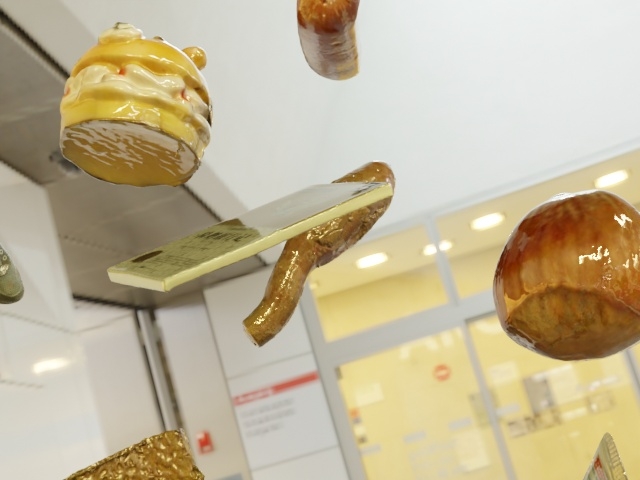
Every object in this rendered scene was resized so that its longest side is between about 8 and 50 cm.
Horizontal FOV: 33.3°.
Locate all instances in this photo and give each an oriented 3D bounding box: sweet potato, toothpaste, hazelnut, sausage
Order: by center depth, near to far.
[{"bbox_3d":[0.236,0.255,0.928,0.057,0.089,0.234,-8,-35,-4],"label":"toothpaste"},{"bbox_3d":[0.300,0.042,1.248,0.214,0.214,0.176,-23,-29,29],"label":"hazelnut"},{"bbox_3d":[0.015,-0.321,1.670,0.097,0.094,0.348,12,-10,5],"label":"sausage"},{"bbox_3d":[0.000,0.000,1.679,0.385,0.109,0.109,-49,2,-25],"label":"sweet potato"}]

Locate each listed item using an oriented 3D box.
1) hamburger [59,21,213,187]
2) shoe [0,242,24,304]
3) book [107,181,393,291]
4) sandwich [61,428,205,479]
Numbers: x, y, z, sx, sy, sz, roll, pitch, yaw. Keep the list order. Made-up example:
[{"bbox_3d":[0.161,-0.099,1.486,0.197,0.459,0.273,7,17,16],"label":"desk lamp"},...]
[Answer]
[{"bbox_3d":[-0.309,-0.240,1.844,0.276,0.237,0.276,7,-22,3],"label":"hamburger"},{"bbox_3d":[-0.487,0.015,1.527,0.077,0.194,0.074,-14,30,44],"label":"shoe"},{"bbox_3d":[-0.090,-0.010,1.316,0.310,0.021,0.217,-24,12,-25],"label":"book"},{"bbox_3d":[-0.315,0.373,1.507,0.301,0.099,0.271,-24,-15,-12],"label":"sandwich"}]
